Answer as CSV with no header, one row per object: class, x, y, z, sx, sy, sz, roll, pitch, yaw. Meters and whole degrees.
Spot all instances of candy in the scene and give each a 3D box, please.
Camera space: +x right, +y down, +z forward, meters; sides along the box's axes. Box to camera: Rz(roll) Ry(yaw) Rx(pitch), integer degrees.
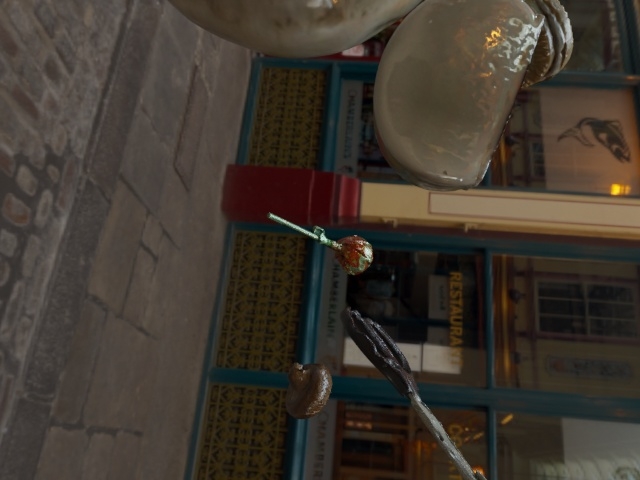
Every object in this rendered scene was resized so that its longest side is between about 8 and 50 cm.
candy,-0.001,0.001,1.217,0.084,0.288,0.078,-53,-141,17

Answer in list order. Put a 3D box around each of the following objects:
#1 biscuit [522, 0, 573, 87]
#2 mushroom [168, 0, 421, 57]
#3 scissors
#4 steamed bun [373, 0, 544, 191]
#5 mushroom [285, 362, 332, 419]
biscuit,0.360,-0.404,1.130,0.079,0.259,0.259,-46,165,-13
mushroom,-0.024,-0.243,0.341,0.243,0.244,0.243,4,90,-87
scissors,0.111,0.183,0.643,0.109,0.022,0.300,34,13,-44
steamed bun,0.152,-0.189,0.723,0.146,0.164,0.241,11,99,-85
mushroom,-0.023,0.287,1.122,0.126,0.085,0.109,-176,-95,-72
